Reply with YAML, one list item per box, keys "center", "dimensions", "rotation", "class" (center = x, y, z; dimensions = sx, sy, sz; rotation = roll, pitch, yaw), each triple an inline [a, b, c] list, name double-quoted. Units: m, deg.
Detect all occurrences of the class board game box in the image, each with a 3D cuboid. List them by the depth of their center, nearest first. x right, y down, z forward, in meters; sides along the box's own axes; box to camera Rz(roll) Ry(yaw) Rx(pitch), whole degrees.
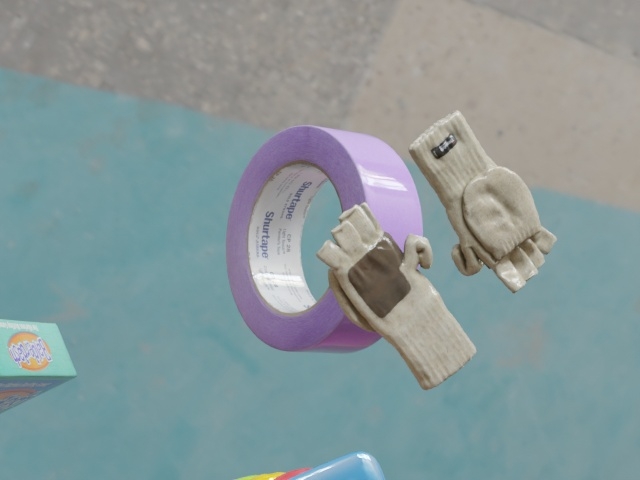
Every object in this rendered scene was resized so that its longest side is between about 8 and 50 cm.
- center: [-0.294, 0.118, 1.169]
  dimensions: [0.210, 0.047, 0.160]
  rotation: [-26, 171, 9]
  class: "board game box"

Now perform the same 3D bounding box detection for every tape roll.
- center: [0.000, 0.000, 2.045]
  dimensions: [0.090, 0.275, 0.275]
  rotation: [5, 112, -40]
  class: "tape roll"

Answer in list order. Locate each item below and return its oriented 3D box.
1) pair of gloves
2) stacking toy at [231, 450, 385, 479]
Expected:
- center: [0.122, 0.011, 1.755]
  dimensions: [0.204, 0.042, 0.240]
  rotation: [46, 74, -12]
  class: "pair of gloves"
- center: [-0.061, 0.284, 1.619]
  dimensions: [0.166, 0.302, 0.175]
  rotation: [-22, 104, -27]
  class: "stacking toy"
